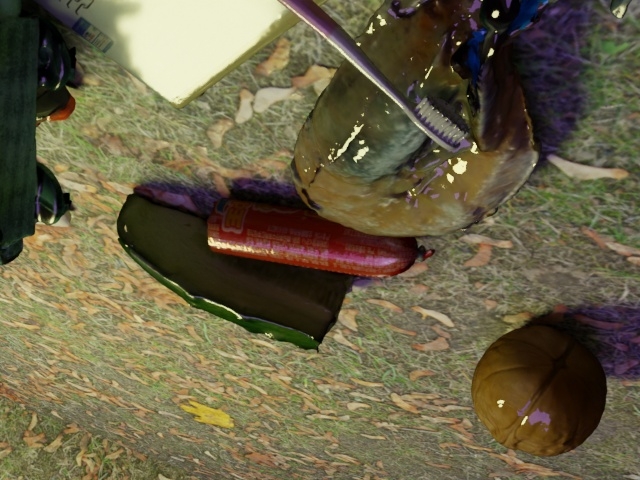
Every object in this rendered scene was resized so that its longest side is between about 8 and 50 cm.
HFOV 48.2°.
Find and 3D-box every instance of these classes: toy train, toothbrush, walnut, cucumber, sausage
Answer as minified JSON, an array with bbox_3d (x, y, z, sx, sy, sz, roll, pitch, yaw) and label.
[{"bbox_3d":[-0.355,-0.118,0.703,0.202,0.120,0.300,24,125,14],"label":"toy train"},{"bbox_3d":[-0.007,-0.161,0.503,0.286,0.020,0.025,39,142,-4],"label":"toothbrush"},{"bbox_3d":[0.285,0.200,0.943,0.167,0.167,0.207,12,151,10],"label":"walnut"},{"bbox_3d":[-0.126,0.049,0.955,0.326,0.145,0.105,23,142,1],"label":"cucumber"},{"bbox_3d":[0.000,0.000,0.858,0.274,0.074,0.074,9,148,15],"label":"sausage"}]

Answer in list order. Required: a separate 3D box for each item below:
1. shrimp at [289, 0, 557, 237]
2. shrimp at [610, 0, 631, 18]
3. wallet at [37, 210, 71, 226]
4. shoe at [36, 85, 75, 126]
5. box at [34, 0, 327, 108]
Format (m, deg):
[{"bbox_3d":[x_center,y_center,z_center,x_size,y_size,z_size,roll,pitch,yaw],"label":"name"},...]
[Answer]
[{"bbox_3d":[0.106,-0.107,0.617,0.221,0.109,0.445,16,153,-7],"label":"shrimp"},{"bbox_3d":[0.270,-0.172,0.454,0.178,0.075,0.289,26,150,3],"label":"shrimp"},{"bbox_3d":[-0.426,-0.084,0.994,0.095,0.033,0.190,4,147,20],"label":"wallet"},{"bbox_3d":[-0.361,-0.154,0.815,0.195,0.074,0.077,-7,146,32],"label":"shoe"},{"bbox_3d":[-0.120,-0.228,0.592,0.211,0.045,0.270,36,145,-25],"label":"box"}]
